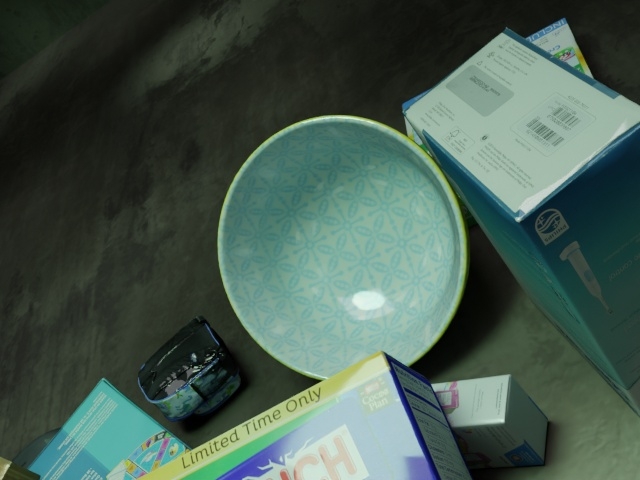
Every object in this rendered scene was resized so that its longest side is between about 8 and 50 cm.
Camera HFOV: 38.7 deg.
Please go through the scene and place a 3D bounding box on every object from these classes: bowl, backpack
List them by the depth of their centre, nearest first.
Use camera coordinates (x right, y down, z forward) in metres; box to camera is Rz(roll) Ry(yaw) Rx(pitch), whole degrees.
[{"bbox_3d":[0.043,0.006,1.045,0.289,0.290,0.156,-25,-5,21],"label":"bowl"},{"bbox_3d":[-0.163,0.171,1.148,0.114,0.084,0.105,-38,34,-5],"label":"backpack"}]

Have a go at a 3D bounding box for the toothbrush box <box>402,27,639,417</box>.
[{"bbox_3d":[0.227,-0.009,0.796,0.126,0.295,0.216,-37,34,3],"label":"toothbrush box"}]

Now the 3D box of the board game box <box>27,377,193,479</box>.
[{"bbox_3d":[-0.199,0.332,0.954,0.336,0.079,0.254,26,71,39],"label":"board game box"}]

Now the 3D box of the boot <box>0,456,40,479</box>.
[{"bbox_3d":[-0.287,0.342,0.882,0.295,0.104,0.211,7,65,38],"label":"boot"}]

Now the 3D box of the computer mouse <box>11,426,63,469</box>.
[{"bbox_3d":[-0.390,0.338,1.190,0.272,0.072,0.188,-43,34,-3],"label":"computer mouse"}]

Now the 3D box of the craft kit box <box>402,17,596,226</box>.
[{"bbox_3d":[0.233,-0.146,1.151,0.249,0.061,0.247,-26,35,20],"label":"craft kit box"}]

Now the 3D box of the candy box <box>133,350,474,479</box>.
[{"bbox_3d":[0.014,0.291,0.737,0.268,0.122,0.317,-30,55,12],"label":"candy box"}]

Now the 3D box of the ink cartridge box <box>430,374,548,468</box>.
[{"bbox_3d":[0.138,0.174,0.858,0.122,0.088,0.052,-13,46,35],"label":"ink cartridge box"}]
